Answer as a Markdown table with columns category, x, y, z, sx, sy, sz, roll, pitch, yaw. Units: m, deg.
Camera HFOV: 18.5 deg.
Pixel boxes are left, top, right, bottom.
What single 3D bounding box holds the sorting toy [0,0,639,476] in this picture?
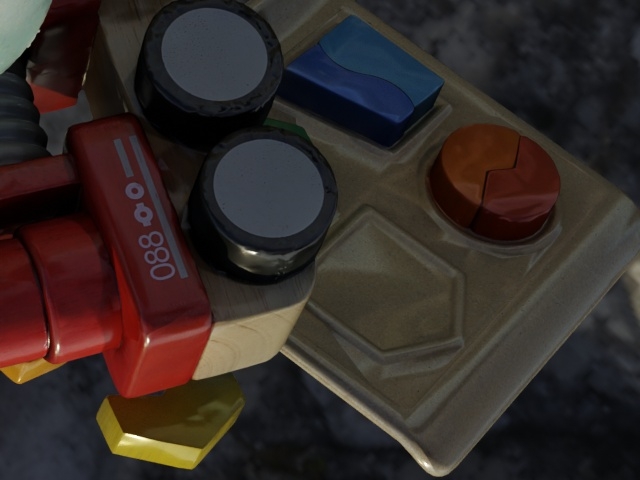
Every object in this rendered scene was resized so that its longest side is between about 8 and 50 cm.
| category | x | y | z | sx | sy | sz | roll | pitch | yaw |
| --- | --- | --- | --- | --- | --- | --- | --- | --- | --- |
| sorting toy | 0.000 | 0.000 | 0.907 | 0.307 | 0.229 | 0.041 | -43 | 169 | -41 |

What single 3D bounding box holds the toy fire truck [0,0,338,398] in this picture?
| category | x | y | z | sx | sy | sz | roll | pitch | yaw |
| --- | --- | --- | --- | --- | --- | --- | --- | --- | --- |
| toy fire truck | -0.147 | -0.024 | 0.803 | 0.246 | 0.217 | 0.158 | -15 | 159 | -20 |

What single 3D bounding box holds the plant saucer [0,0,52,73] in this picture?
| category | x | y | z | sx | sy | sz | roll | pitch | yaw |
| --- | --- | --- | --- | --- | --- | --- | --- | --- | --- |
| plant saucer | -0.184 | -0.094 | 0.649 | 0.195 | 0.037 | 0.195 | 0 | 137 | 0 |
